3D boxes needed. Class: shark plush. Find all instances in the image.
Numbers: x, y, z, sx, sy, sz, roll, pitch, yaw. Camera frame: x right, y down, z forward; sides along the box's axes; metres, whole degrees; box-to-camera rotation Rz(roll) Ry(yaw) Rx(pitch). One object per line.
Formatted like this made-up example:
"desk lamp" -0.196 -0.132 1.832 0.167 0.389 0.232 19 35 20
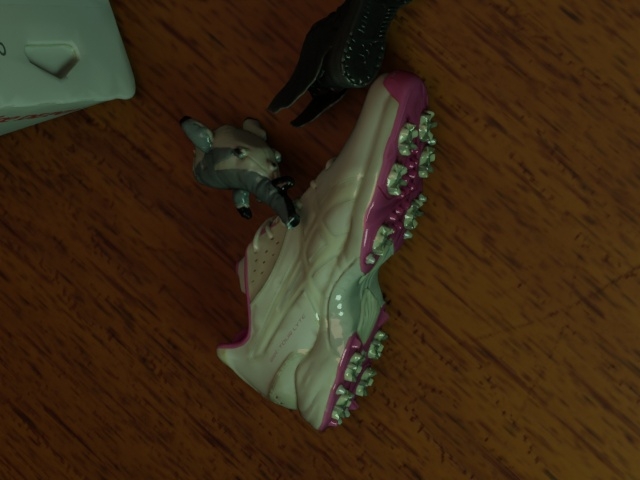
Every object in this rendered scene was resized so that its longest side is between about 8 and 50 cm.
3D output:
"shark plush" -0.055 -0.050 1.334 0.161 0.073 0.067 31 117 38

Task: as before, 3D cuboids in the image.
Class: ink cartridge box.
"ink cartridge box" -0.391 -0.139 1.350 0.385 0.279 0.160 -15 92 21

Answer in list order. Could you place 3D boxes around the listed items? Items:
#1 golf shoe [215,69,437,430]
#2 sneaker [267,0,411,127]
"golf shoe" 0.000 0.000 1.319 0.140 0.115 0.306 21 104 19
"sneaker" 0.023 -0.172 1.305 0.051 0.089 0.170 32 74 -27
